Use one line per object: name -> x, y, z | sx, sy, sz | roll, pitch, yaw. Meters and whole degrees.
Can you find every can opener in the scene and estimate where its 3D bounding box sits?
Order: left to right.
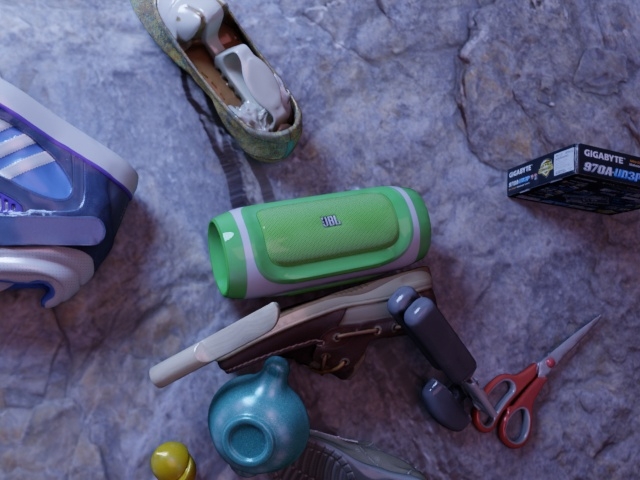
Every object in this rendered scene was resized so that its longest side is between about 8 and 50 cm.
can opener -> 0.164, 0.182, 0.944 | 0.095, 0.076, 0.283 | -45, 127, -8

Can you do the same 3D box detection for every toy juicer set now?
toy juicer set -> -0.117, 0.240, 0.865 | 0.209, 0.089, 0.329 | -8, 100, 11

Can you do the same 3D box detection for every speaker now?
speaker -> 0.000, 0.000, 0.945 | 0.296, 0.131, 0.131 | -10, 85, -20

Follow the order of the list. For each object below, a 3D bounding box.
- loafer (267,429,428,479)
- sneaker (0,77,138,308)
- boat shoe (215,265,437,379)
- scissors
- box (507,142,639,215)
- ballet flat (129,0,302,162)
loafer -> 0.039, 0.324, 0.939 | 0.251, 0.087, 0.094 | 22, 96, -2
sneaker -> -0.405, -0.056, 0.811 | 0.322, 0.130, 0.236 | 31, 69, -18
boat shoe -> 0.022, 0.136, 0.938 | 0.342, 0.123, 0.123 | -16, 86, -26
scissors -> 0.352, 0.201, 1.089 | 0.109, 0.021, 0.297 | 43, 73, -7
box -> 0.442, -0.092, 1.083 | 0.220, 0.175, 0.051 | 8, 80, -17
ballet flat -> -0.140, -0.266, 0.943 | 0.123, 0.123, 0.348 | -37, 94, -20
